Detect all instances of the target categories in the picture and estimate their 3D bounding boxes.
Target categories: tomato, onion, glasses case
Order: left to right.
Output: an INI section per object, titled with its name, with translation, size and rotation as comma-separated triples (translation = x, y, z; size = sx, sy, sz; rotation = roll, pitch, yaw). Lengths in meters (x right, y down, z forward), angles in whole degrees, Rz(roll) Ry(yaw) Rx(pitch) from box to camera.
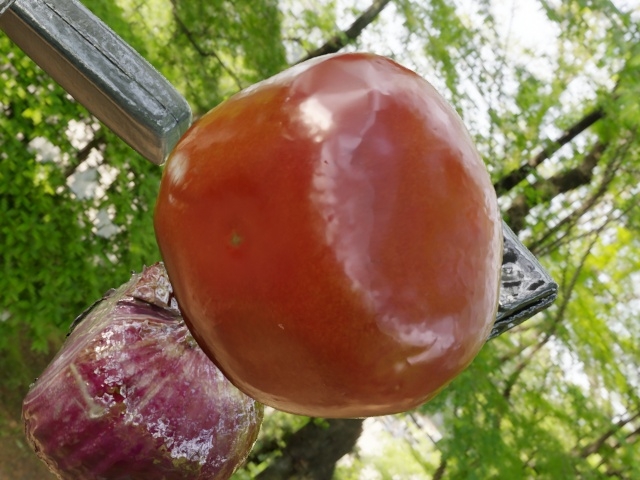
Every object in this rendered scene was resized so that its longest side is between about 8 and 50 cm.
[glasses case]
translation = -0.306, -0.234, 1.083
size = 0.323, 0.074, 0.131
rotation = 41, -22, 0
[onion]
translation = -0.182, 0.176, 0.885
size = 0.256, 0.272, 0.230
rotation = 14, 37, -16
[tomato]
translation = -0.004, 0.001, 0.566
size = 0.180, 0.260, 0.260
rotation = 9, 39, -56

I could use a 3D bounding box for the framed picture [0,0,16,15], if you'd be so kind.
[framed picture]
translation = -0.544, -0.214, 0.944
size = 0.446, 0.326, 0.028
rotation = 32, -14, 43

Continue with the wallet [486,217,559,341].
[wallet]
translation = 0.125, -0.021, 1.151
size = 0.406, 0.228, 0.062
rotation = 59, -6, 37
